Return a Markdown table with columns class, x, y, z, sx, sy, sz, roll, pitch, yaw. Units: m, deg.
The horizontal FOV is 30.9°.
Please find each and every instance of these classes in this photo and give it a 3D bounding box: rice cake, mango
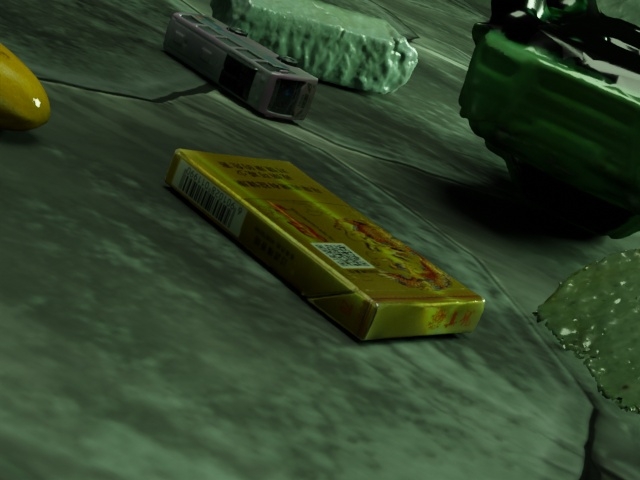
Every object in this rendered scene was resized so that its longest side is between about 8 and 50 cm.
| class | x | y | z | sx | sy | sz | roll | pitch | yaw |
| --- | --- | --- | --- | --- | --- | --- | --- | --- | --- |
| rice cake | -0.008 | -0.175 | 0.995 | 0.206 | 0.063 | 0.069 | 8 | 29 | -37 |
| mango | -0.173 | -0.079 | 0.563 | 0.089 | 0.046 | 0.060 | 30 | 17 | -22 |

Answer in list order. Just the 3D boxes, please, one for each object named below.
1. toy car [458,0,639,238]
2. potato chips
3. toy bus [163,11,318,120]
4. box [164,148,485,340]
| class | x | y | z | sx | sy | sz | roll | pitch | yaw |
| --- | --- | --- | --- | --- | --- | --- | --- | --- | --- |
| toy car | 0.226 | -0.088 | 0.879 | 0.213 | 0.176 | 0.358 | 28 | 22 | 16 |
| potato chips | 0.207 | 0.074 | 0.567 | 0.228 | 0.059 | 0.167 | 30 | 29 | 20 |
| toy bus | -0.061 | -0.129 | 0.847 | 0.052 | 0.037 | 0.130 | 0 | 29 | -47 |
| box | 0.000 | 0.000 | 0.577 | 0.156 | 0.022 | 0.089 | 36 | 24 | 35 |
